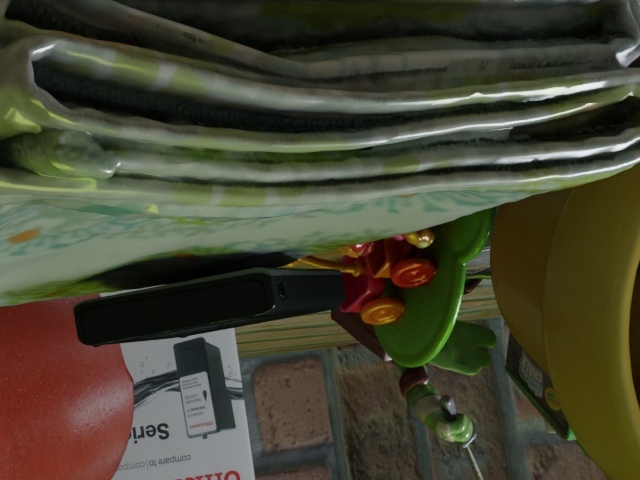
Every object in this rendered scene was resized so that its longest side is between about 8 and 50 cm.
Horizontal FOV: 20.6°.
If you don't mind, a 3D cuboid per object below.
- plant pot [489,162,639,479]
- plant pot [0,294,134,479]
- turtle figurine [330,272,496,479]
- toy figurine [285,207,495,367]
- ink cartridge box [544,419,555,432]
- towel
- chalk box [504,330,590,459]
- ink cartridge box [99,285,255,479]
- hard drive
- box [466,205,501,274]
[{"bbox_3d":[0.212,0.022,0.954,0.254,0.254,0.239,-6,-170,-19],"label":"plant pot"},{"bbox_3d":[-0.262,0.112,1.062,0.272,0.272,0.265,-11,-179,25],"label":"plant pot"},{"bbox_3d":[0.156,0.089,1.717,0.198,0.275,0.266,-42,176,-11],"label":"turtle figurine"},{"bbox_3d":[0.000,0.000,1.076,0.159,0.130,0.173,4,148,-24],"label":"toy figurine"},{"bbox_3d":[0.327,0.085,1.823,0.121,0.211,0.289,-5,173,-16],"label":"ink cartridge box"},{"bbox_3d":[-0.088,-0.024,0.710,0.320,0.090,0.374,-3,172,-39],"label":"towel"},{"bbox_3d":[0.254,0.090,1.568,0.132,0.213,0.132,-8,-151,-18],"label":"chalk box"},{"bbox_3d":[-0.139,0.099,1.255,0.153,0.208,0.087,-5,173,-36],"label":"ink cartridge box"},{"bbox_3d":[-0.049,0.031,0.840,0.094,0.022,0.135,-11,176,14],"label":"hard drive"},{"bbox_3d":[0.176,-0.015,1.355,0.183,0.056,0.231,-8,174,-10],"label":"box"}]
